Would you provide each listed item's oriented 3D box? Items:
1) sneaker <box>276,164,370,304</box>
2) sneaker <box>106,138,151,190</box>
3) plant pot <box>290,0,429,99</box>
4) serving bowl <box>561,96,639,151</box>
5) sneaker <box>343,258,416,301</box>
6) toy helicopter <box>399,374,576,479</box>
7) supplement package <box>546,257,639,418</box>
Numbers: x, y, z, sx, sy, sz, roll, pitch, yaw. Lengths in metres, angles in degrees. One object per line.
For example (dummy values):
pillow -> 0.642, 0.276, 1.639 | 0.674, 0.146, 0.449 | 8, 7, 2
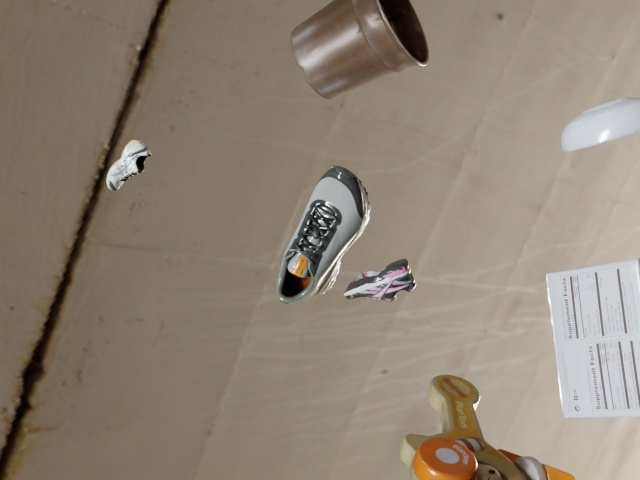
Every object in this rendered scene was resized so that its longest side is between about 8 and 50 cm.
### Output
sneaker -> 0.000, 0.000, 1.465 | 0.108, 0.100, 0.271 | -35, -28, -54
sneaker -> -0.267, -0.100, 1.234 | 0.083, 0.037, 0.032 | -56, -15, 17
plant pot -> 0.055, -0.307, 1.354 | 0.167, 0.165, 0.167 | 41, -144, -39
serving bowl -> 0.228, -0.095, 0.695 | 0.083, 0.083, 0.027 | -21, -86, -43
sneaker -> 0.134, 0.109, 1.983 | 0.077, 0.178, 0.072 | 58, -143, -16
toy helicopter -> 0.230, 0.307, 1.298 | 0.355, 0.235, 0.140 | -89, 8, -66
supplement package -> 0.463, 0.136, 1.244 | 0.262, 0.145, 0.204 | 3, -102, -41
